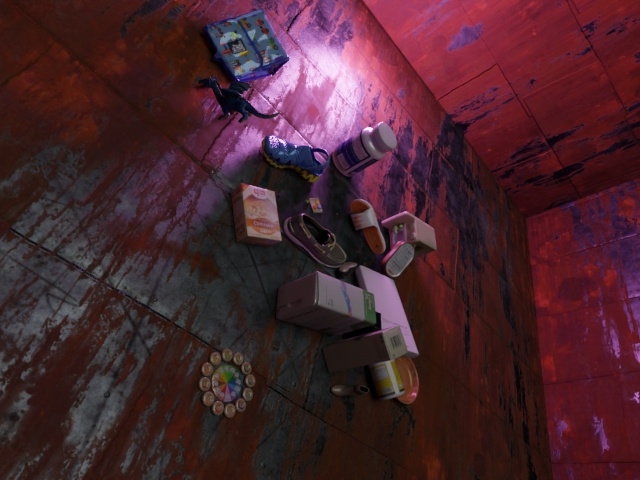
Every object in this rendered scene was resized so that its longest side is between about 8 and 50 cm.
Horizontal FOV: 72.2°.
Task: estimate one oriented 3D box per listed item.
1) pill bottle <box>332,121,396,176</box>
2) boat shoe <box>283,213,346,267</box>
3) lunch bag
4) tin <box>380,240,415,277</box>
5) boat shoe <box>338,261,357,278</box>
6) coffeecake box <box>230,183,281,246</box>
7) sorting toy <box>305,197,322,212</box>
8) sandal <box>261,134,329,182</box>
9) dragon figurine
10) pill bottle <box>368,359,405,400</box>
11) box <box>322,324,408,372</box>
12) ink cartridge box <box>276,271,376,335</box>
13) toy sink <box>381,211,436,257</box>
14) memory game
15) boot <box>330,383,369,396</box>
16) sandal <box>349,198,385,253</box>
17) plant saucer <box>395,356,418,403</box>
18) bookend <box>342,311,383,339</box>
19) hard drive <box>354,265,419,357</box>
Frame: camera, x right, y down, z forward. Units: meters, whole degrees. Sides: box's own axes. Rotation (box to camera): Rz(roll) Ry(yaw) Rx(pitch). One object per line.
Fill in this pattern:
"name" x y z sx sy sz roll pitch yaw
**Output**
"pill bottle" 0.194 -0.402 1.938 0.153 0.265 0.153 25 54 -39
"boat shoe" -0.001 0.004 1.644 0.305 0.091 0.109 37 47 -30
"lunch bag" -0.302 -0.735 1.690 0.293 0.138 0.221 -36 100 -38
"tin" 0.349 0.084 1.962 0.106 0.040 0.189 45 78 -18
"boat shoe" 0.108 0.117 1.750 0.133 0.049 0.042 -28 126 -60
"coffeecake box" -0.215 -0.082 1.467 0.142 0.068 0.185 9 64 -45
"sorting toy" -0.026 -0.141 1.755 0.083 0.012 0.062 -4 74 -50
"sandal" -0.085 -0.334 1.693 0.317 0.138 0.126 13 63 -42
"dragon figurine" -0.286 -0.487 1.496 0.085 0.289 0.144 -52 149 -46
"pill bottle" 0.240 0.495 1.646 0.103 0.103 0.184 3 65 -48
"box" 0.144 0.366 1.472 0.113 0.275 0.094 -4 74 -50
"ink cartridge box" 0.019 0.219 1.466 0.278 0.201 0.117 25 53 -38
"toy sink" 0.419 -0.016 2.080 0.234 0.153 0.131 26 53 -39
"memory game" -0.257 0.393 1.215 0.186 0.012 0.186 25 54 -39
"boot" 0.104 0.509 1.501 0.118 0.087 0.042 19 59 -41
"sandal" 0.202 -0.054 1.896 0.076 0.102 0.265 -35 100 -53
"plant saucer" 0.324 0.554 1.766 0.200 0.037 0.200 24 55 -38
"bookend" 0.160 0.279 1.630 0.072 0.156 0.157 26 52 -38
"hard drive" 0.262 0.283 1.759 0.233 0.047 0.353 26 38 -39
